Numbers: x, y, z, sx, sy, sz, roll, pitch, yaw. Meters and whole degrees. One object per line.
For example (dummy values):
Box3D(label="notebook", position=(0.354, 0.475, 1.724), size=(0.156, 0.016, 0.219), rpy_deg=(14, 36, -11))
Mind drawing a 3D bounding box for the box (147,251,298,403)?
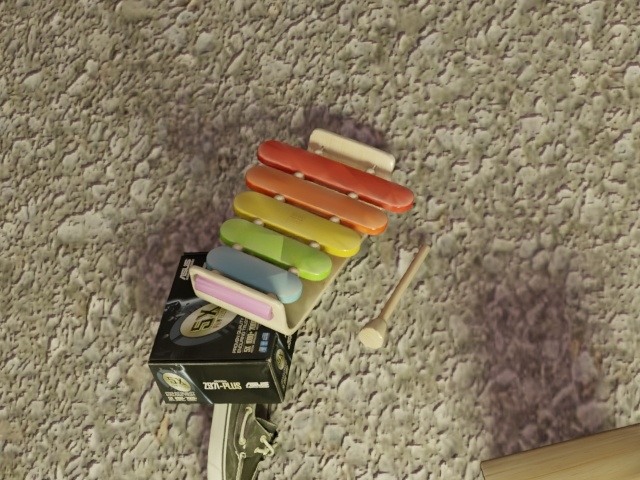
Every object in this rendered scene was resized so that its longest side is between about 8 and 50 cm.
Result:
Box3D(label="box", position=(-0.106, 0.100, 1.371), size=(0.147, 0.078, 0.180), rpy_deg=(-1, 44, 14))

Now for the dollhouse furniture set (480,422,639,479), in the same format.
Box3D(label="dollhouse furniture set", position=(0.291, 0.412, 1.070), size=(0.362, 0.256, 0.394), rpy_deg=(-14, 47, 2))

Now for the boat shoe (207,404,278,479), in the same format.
Box3D(label="boat shoe", position=(-0.089, 0.231, 1.385), size=(0.070, 0.078, 0.219), rpy_deg=(0, 77, 15))

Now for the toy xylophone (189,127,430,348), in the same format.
Box3D(label="toy xylophone", position=(0.000, 0.000, 1.342), size=(0.236, 0.081, 0.323), rpy_deg=(16, 43, 11))
